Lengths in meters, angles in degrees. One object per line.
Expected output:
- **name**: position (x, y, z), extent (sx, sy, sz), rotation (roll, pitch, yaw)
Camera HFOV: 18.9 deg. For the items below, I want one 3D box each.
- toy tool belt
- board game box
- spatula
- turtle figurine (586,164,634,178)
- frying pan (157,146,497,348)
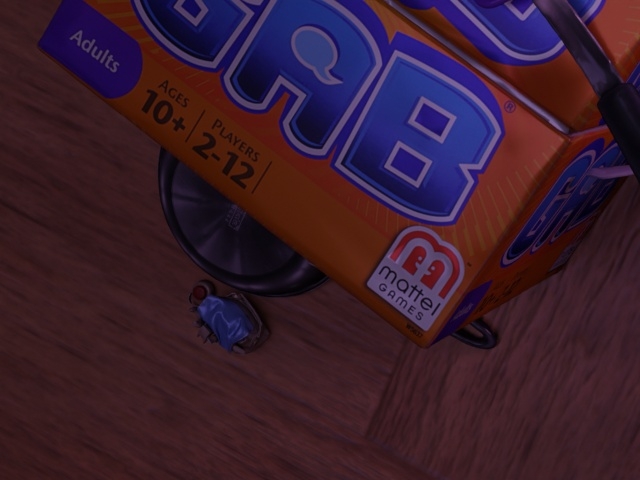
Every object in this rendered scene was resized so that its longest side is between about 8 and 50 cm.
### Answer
- **toy tool belt**: position (-0.088, 0.068, 1.685), extent (0.083, 0.051, 0.052), rotation (42, 110, 12)
- **board game box**: position (0.088, -0.192, 1.410), extent (0.356, 0.356, 0.356), rotation (37, 109, 13)
- **spatula**: position (0.166, -0.111, 1.180), extent (0.084, 0.030, 0.296), rotation (-34, 84, 19)
- **turtle figurine**: position (0.363, -0.018, 1.382), extent (0.266, 0.275, 0.198), rotation (2, 117, 27)
- **frying pan**: position (-0.021, 0.013, 1.648), extent (0.197, 0.053, 0.326), rotation (-37, 90, 34)
